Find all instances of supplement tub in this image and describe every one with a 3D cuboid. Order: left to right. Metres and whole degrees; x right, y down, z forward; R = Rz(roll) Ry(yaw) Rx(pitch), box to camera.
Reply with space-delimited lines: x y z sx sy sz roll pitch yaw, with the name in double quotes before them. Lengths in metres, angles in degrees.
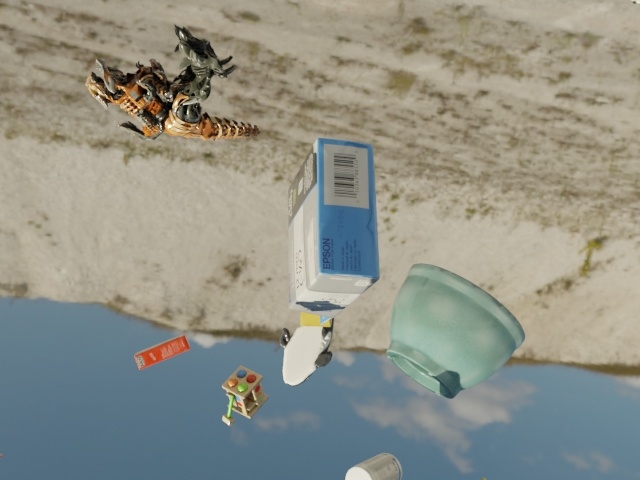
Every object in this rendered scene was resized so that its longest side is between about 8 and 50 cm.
"supplement tub" 0.107 0.466 1.351 0.071 0.071 0.107 13 -171 38

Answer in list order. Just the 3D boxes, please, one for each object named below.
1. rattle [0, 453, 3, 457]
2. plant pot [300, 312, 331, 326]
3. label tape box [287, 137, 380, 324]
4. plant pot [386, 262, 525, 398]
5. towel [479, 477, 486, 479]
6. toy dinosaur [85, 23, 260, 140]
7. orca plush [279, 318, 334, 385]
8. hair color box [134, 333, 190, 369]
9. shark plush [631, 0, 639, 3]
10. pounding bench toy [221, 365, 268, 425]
"rattle" -0.570 0.391 1.085 0.199 0.143 0.130 -15 -138 -2
"plant pot" -0.012 0.163 1.736 0.081 0.082 0.083 1 144 3
"label tape box" 0.000 0.000 1.285 0.115 0.249 0.348 5 159 -16
"plant pot" 0.266 0.217 1.492 0.293 0.196 0.293 33 163 11
"towel" 0.382 0.582 1.342 0.237 0.021 0.102 60 -177 35
"toy dinosaur" -0.272 -0.281 1.317 0.322 0.218 0.164 10 -152 -46
"orca plush" -0.025 0.250 1.854 0.151 0.287 0.102 5 175 16
"hair color box" -0.424 0.298 1.841 0.141 0.043 0.072 -22 -179 -12
"shark plush" 0.440 -0.323 0.908 0.067 0.073 0.161 -1 -165 -42
"pounding bench toy" -0.139 0.267 1.168 0.052 0.065 0.083 19 -134 31
